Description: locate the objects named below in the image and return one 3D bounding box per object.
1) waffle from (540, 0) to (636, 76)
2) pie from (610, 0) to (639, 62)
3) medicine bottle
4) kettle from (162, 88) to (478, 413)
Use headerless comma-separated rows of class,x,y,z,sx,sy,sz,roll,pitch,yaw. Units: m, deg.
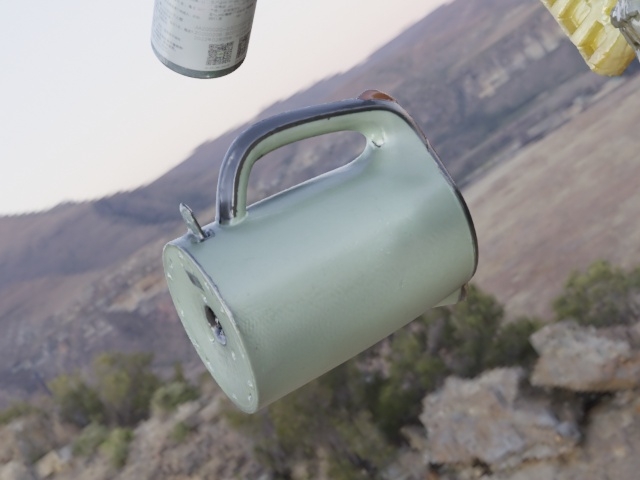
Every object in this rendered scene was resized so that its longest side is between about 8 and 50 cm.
waffle,0.390,-0.388,1.803,0.057,0.274,0.168,-17,-25,-28
pie,0.352,-0.097,0.970,0.075,0.337,0.337,-46,1,10
medicine bottle,-0.147,-0.367,1.650,0.141,0.141,0.293,-37,-24,-37
kettle,0.000,0.000,1.086,0.255,0.240,0.165,-26,21,-18
